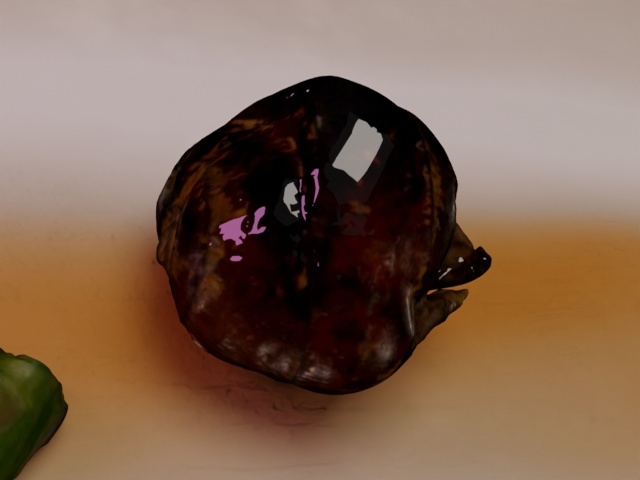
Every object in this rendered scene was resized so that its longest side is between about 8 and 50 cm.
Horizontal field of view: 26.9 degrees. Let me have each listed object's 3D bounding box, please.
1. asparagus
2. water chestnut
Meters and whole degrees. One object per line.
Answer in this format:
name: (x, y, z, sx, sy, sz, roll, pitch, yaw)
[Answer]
asparagus: (-0.273, 0.187, 0.934, 0.082, 0.085, 0.343, 49, 39, -14)
water chestnut: (0.000, 0.000, 1.136, 0.244, 0.289, 0.289, 54, 37, -24)
